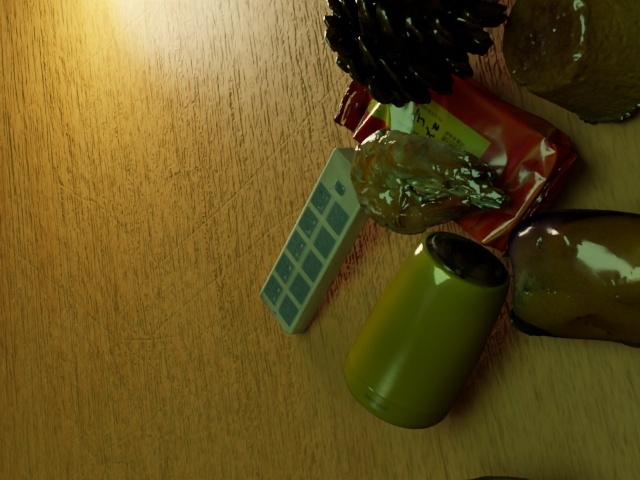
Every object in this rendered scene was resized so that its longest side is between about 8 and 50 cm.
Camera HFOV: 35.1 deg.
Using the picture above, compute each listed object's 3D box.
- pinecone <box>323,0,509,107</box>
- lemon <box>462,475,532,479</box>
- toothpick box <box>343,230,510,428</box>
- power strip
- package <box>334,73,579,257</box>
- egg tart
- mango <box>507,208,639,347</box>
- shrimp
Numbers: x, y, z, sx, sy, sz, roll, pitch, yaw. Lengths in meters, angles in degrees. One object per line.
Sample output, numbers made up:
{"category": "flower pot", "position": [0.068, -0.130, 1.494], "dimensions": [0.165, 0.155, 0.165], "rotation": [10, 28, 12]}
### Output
{"category": "pinecone", "position": [0.136, -0.299, 1.401], "dimensions": [0.272, 0.224, 0.224], "rotation": [-27, 65, 28]}
{"category": "lemon", "position": [0.217, 0.447, 1.315], "dimensions": [0.316, 0.285, 0.286], "rotation": [6, 86, 26]}
{"category": "toothpick box", "position": [0.158, 0.121, 1.456], "dimensions": [0.175, 0.175, 0.271], "rotation": [48, 126, 37]}
{"category": "power strip", "position": [0.000, 0.000, 1.685], "dimensions": [0.106, 0.043, 0.367], "rotation": [50, 128, 31]}
{"category": "package", "position": [0.203, -0.152, 1.533], "dimensions": [0.423, 0.123, 0.196], "rotation": [42, 108, 39]}
{"category": "egg tart", "position": [0.356, -0.269, 1.389], "dimensions": [0.215, 0.170, 0.215], "rotation": [3, 94, 55]}
{"category": "mango", "position": [0.372, 0.047, 1.304], "dimensions": [0.287, 0.201, 0.153], "rotation": [5, 65, 32]}
{"category": "shrimp", "position": [0.152, -0.076, 1.450], "dimensions": [0.294, 0.062, 0.154], "rotation": [15, 109, 48]}
